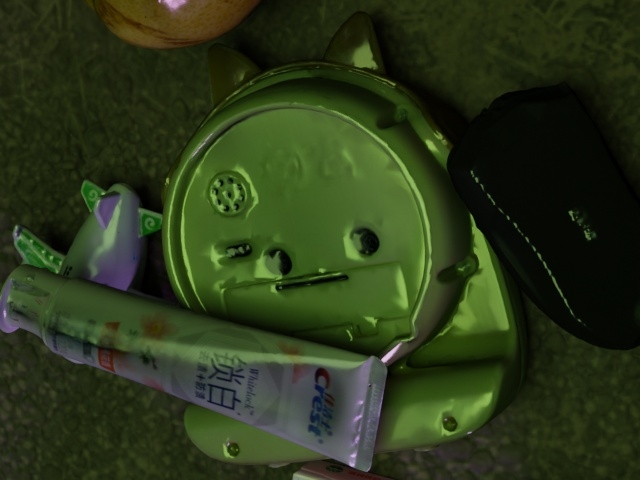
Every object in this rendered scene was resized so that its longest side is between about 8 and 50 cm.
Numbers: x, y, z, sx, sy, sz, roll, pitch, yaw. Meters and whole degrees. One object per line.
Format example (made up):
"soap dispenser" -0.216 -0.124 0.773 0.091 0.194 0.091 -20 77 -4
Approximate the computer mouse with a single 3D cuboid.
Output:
"computer mouse" 0.190 -0.016 1.327 0.122 0.073 0.217 -34 94 -12

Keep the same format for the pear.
"pear" -0.115 -0.262 1.356 0.209 0.209 0.208 5 102 22

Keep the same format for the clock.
"clock" 0.000 0.000 1.399 0.286 0.117 0.348 -10 96 24

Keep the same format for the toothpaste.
"toothpaste" -0.102 0.091 1.367 0.323 0.066 0.100 16 115 18

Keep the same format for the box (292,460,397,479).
"box" 0.017 0.259 1.482 0.089 0.043 0.125 14 105 20

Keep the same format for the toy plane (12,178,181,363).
"toy plane" -0.194 0.030 1.509 0.174 0.080 0.174 6 105 22
